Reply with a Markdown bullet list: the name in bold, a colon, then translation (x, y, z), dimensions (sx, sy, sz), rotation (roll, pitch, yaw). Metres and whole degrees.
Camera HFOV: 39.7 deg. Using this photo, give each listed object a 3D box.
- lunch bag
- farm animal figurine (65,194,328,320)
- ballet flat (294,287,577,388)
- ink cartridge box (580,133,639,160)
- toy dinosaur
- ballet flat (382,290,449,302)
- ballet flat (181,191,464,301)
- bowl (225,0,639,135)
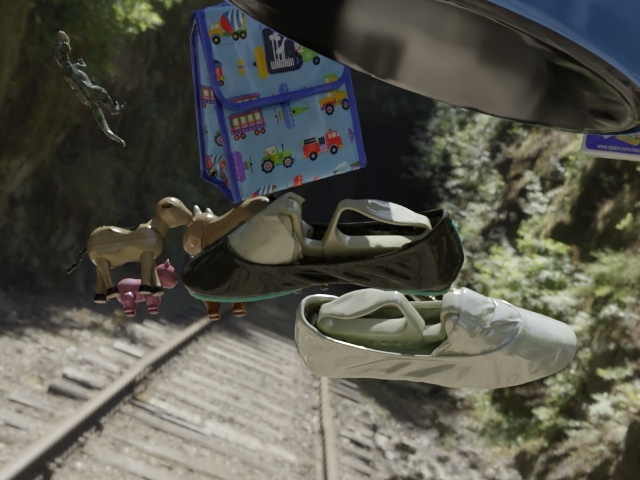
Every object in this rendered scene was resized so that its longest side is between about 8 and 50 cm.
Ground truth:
- **lunch bag**: translation (-0.069, -0.232, 1.278), dimensions (0.220, 0.293, 0.138), rotation (-18, 28, -23)
- **farm animal figurine**: translation (-0.180, 0.008, 1.416), dimensions (0.326, 0.172, 0.330), rotation (-17, -19, 26)
- **ballet flat**: translation (0.146, 0.126, 1.227), dimensions (0.400, 0.139, 0.139), rotation (-2, -7, 18)
- **ink cartridge box**: translation (0.398, -0.181, 0.944), dimensions (0.206, 0.208, 0.045), rotation (14, 7, 41)
- **toy dinosaur**: translation (-0.463, -0.297, 1.810), dimensions (0.268, 0.064, 0.118), rotation (56, 10, 1)
- **ballet flat**: translation (0.249, 0.153, 1.806), dimensions (0.342, 0.124, 0.116), rotation (36, -21, 41)
- **ballet flat**: translation (0.000, 0.000, 0.870), dimensions (0.280, 0.096, 0.095), rotation (-3, 33, 0)
- **bowl**: translation (0.082, -0.173, 0.655), dimensions (0.391, 0.077, 0.391), rotation (20, 1, 0)
